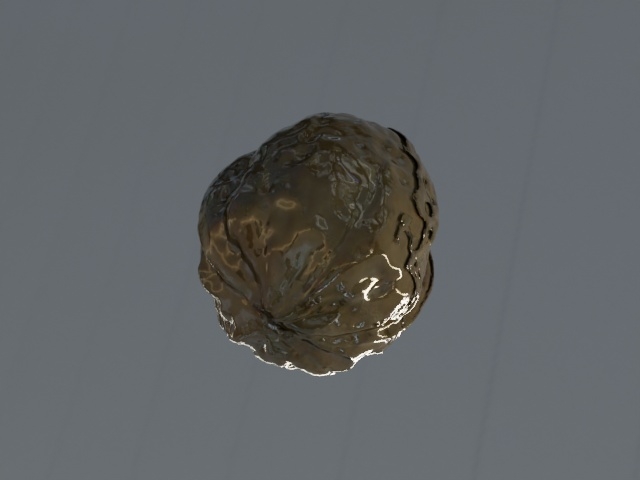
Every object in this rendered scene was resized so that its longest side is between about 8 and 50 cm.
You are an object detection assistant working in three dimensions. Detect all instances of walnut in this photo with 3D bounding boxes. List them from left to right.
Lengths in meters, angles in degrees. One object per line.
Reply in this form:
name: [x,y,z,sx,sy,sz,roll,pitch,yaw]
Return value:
walnut: [0.000,0.000,1.053,0.198,0.198,0.245,-31,-158,31]
